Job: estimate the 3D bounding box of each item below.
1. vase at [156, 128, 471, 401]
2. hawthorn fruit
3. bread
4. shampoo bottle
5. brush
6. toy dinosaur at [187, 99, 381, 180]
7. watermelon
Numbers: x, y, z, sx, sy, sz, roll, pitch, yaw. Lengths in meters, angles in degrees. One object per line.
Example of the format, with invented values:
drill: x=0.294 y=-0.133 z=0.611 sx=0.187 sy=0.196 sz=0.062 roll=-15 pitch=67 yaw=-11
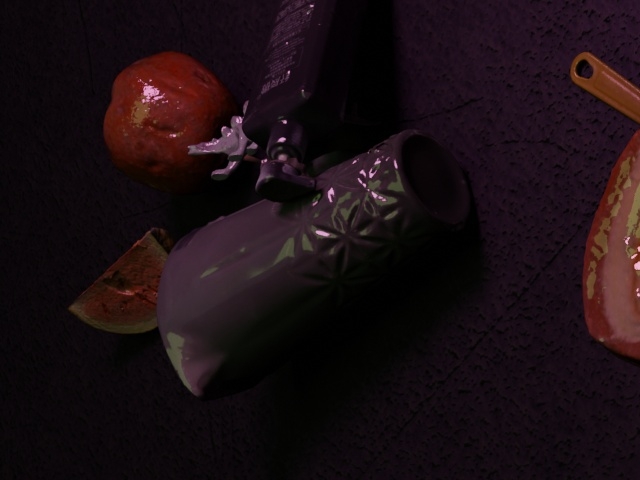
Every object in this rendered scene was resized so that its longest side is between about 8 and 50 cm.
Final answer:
vase: x=0.000 y=0.000 z=1.845 sx=0.301 sy=0.156 sz=0.251 roll=-31 pitch=32 yaw=36
hawthorn fruit: x=-0.146 y=-0.113 z=2.038 sx=0.189 sy=0.149 sz=0.149 roll=39 pitch=111 yaw=53
bread: x=0.300 y=0.002 z=1.473 sx=0.190 sy=0.123 sz=0.244 roll=8 pitch=85 yaw=53
shampoo bottle: x=-0.013 y=-0.165 z=1.862 sx=0.098 sy=0.071 sz=0.309 roll=-24 pitch=39 yaw=40
brush: x=0.267 y=-0.106 z=1.631 sx=0.205 sy=0.011 sz=0.083 roll=44 pitch=115 yaw=48
toy dinosaur: x=-0.038 y=-0.111 z=1.940 sx=0.209 sy=0.039 sz=0.082 roll=-7 pitch=56 yaw=26
watermelon: x=-0.188 y=0.039 z=2.116 sx=0.163 sy=0.087 sz=0.069 roll=-39 pitch=21 yaw=37
